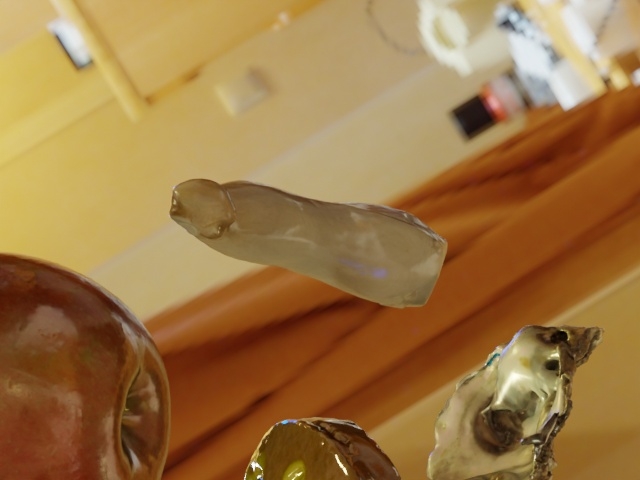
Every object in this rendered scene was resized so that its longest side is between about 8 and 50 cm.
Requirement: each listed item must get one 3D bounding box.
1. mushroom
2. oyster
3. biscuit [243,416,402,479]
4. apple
[{"bbox_3d":[-0.002,-0.001,1.767,0.351,0.097,0.109,13,-170,-36],"label":"mushroom"},{"bbox_3d":[0.210,0.197,1.940,0.083,0.223,0.214,39,-131,-25],"label":"oyster"},{"bbox_3d":[-0.011,0.351,1.521,0.350,0.070,0.394,-173,87,-65],"label":"biscuit"},{"bbox_3d":[-0.295,0.169,1.769,0.319,0.277,0.319,-2,-90,-84],"label":"apple"}]
